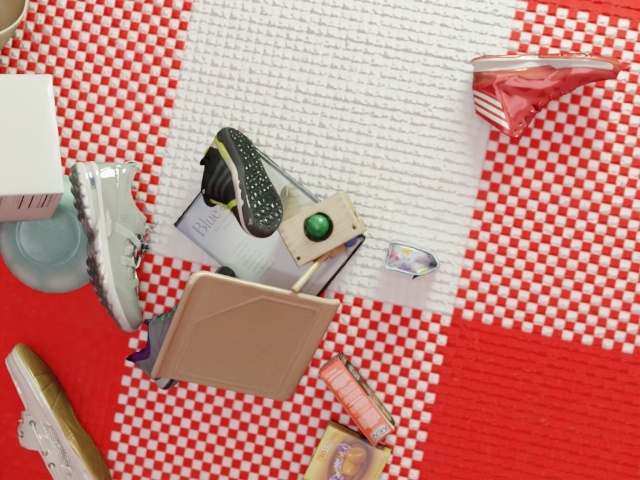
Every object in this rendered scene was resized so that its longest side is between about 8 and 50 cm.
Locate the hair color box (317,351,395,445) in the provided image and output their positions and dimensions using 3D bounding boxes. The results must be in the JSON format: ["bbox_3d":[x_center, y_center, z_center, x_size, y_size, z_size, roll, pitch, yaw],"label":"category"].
[{"bbox_3d":[0.057,0.244,1.709,0.043,0.072,0.141,-37,89,7],"label":"hair color box"}]

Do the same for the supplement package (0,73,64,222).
[{"bbox_3d":[-0.508,-0.135,1.659,0.203,0.149,0.194,-3,75,-23],"label":"supplement package"}]

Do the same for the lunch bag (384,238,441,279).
[{"bbox_3d":[0.143,0.031,1.691,0.083,0.071,0.053,13,96,5],"label":"lunch bag"}]

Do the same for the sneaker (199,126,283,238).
[{"bbox_3d":[-0.127,-0.070,1.655,0.084,0.234,0.097,29,118,-37],"label":"sneaker"}]

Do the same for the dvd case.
[{"bbox_3d":[-0.081,-0.014,1.738,0.253,0.022,0.180,39,96,4],"label":"dvd case"}]

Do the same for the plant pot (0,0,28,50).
[{"bbox_3d":[-0.615,-0.339,1.684,0.284,0.284,0.191,40,130,3],"label":"plant pot"}]

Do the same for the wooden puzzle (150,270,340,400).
[{"bbox_3d":[-0.115,0.143,1.658,0.239,0.044,0.221,11,128,-20],"label":"wooden puzzle"}]

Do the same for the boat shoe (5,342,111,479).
[{"bbox_3d":[-0.440,0.300,1.753,0.096,0.098,0.277,-29,90,6],"label":"boat shoe"}]

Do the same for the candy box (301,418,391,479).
[{"bbox_3d":[0.023,0.389,1.729,0.109,0.053,0.186,26,94,4],"label":"candy box"}]

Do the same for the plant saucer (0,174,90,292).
[{"bbox_3d":[-0.433,-0.010,1.770,0.195,0.037,0.195,0,92,7],"label":"plant saucer"}]

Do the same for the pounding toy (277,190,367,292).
[{"bbox_3d":[0.000,0.000,1.648,0.130,0.141,0.100,-29,89,6],"label":"pounding toy"}]

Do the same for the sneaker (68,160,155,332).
[{"bbox_3d":[-0.306,0.008,1.722,0.115,0.105,0.281,-14,105,-22],"label":"sneaker"}]

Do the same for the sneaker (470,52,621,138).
[{"bbox_3d":[0.339,-0.218,1.664,0.221,0.087,0.128,3,101,18],"label":"sneaker"}]

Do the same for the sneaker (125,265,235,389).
[{"bbox_3d":[-0.223,0.123,1.731,0.098,0.083,0.223,33,98,10],"label":"sneaker"}]
